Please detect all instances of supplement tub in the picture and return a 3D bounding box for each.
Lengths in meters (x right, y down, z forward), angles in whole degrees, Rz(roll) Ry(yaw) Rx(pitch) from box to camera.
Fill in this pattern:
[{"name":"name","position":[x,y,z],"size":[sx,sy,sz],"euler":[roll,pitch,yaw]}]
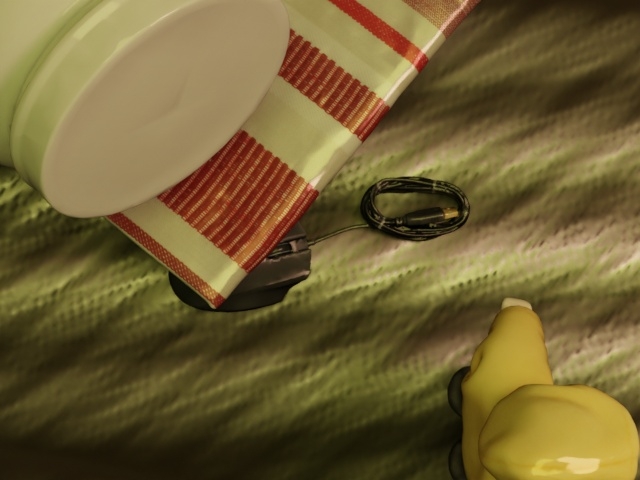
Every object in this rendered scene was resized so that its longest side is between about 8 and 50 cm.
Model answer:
[{"name":"supplement tub","position":[-0.198,-0.197,0.850],"size":[0.235,0.235,0.325],"euler":[-41,72,-4]}]

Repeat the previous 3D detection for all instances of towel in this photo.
[{"name":"towel","position":[-0.059,-0.143,0.963],"size":[0.237,0.037,0.329],"euler":[39,86,12]}]

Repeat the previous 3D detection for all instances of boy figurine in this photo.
[{"name":"boy figurine","position":[0.138,0.125,0.846],"size":[0.092,0.285,0.177],"euler":[0,82,-2]}]

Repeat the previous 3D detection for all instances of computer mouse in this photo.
[{"name":"computer mouse","position":[0.000,0.000,0.972],"size":[0.242,0.041,0.071],"euler":[-18,86,-4]}]
